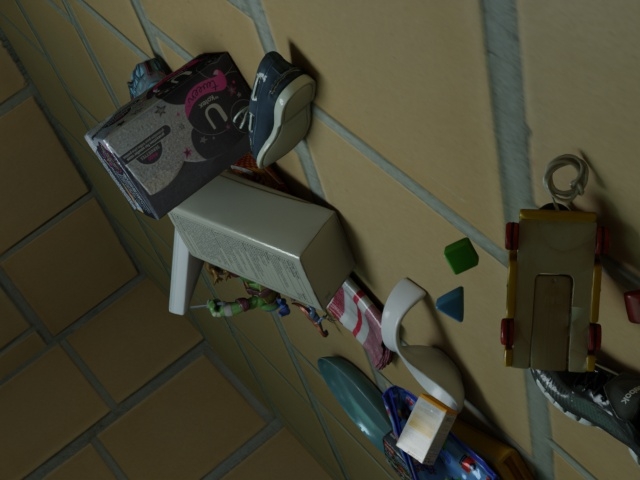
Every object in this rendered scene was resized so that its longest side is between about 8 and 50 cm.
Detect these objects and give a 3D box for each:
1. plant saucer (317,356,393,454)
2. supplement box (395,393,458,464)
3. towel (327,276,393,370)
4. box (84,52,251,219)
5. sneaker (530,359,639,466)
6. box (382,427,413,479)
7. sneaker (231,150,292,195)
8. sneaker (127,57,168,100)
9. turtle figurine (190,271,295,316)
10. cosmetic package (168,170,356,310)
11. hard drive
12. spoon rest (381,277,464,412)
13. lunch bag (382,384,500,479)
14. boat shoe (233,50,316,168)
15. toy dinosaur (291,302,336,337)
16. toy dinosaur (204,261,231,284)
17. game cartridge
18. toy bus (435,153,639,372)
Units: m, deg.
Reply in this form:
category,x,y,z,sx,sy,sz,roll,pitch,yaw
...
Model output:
category,x,y,z,sx,sy,sz,roll,pitch,yaw
plant saucer,0.109,0.382,2.417,0.317,0.043,0.317,47,164,18
supplement box,0.174,0.309,1.733,0.062,0.098,0.036,30,-174,41
towel,0.021,0.089,1.989,0.329,0.037,0.237,48,166,18
box,-0.229,-0.175,1.726,0.163,0.247,0.142,58,163,-21
sneaker,0.336,0.180,1.185,0.234,0.078,0.106,40,159,27
box,0.222,0.501,2.181,0.233,0.044,0.159,45,164,27
sneaker,-0.099,-0.115,1.877,0.175,0.064,0.067,55,-159,-30
sneaker,-0.333,-0.290,2.131,0.262,0.104,0.125,137,112,-71
turtle figurine,-0.193,0.054,2.266,0.274,0.198,0.266,39,157,31
cosmetic package,-0.107,-0.010,1.838,0.309,0.113,0.160,21,151,30
hard drive,-0.250,-0.030,2.091,0.040,0.203,0.308,13,133,1
spoon rest,0.160,0.184,1.712,0.137,0.084,0.276,36,157,47
lunch bag,0.207,0.395,1.854,0.293,0.138,0.221,56,174,46
boat shoe,-0.070,-0.183,1.524,0.079,0.095,0.254,48,164,10
toy dinosaur,-0.011,0.166,2.234,0.047,0.090,0.082,44,-141,-86
toy dinosaur,-0.295,0.060,2.852,0.112,0.064,0.211,46,164,28
game cartridge,0.312,0.439,1.932,0.285,0.052,0.323,58,167,-20
toy bus,0.233,0.032,1.072,0.191,0.202,0.104,47,-164,-5
